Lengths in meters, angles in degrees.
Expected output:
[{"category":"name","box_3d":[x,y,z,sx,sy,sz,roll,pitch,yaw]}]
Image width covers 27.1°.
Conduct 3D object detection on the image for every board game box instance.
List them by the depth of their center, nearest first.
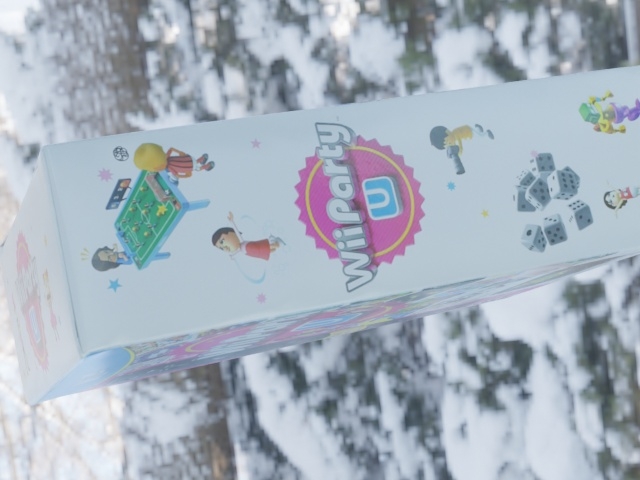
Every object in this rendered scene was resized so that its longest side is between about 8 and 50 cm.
[{"category":"board game box","box_3d":[0.000,0.000,0.687,0.303,0.097,0.224,-10,172,-19]}]
